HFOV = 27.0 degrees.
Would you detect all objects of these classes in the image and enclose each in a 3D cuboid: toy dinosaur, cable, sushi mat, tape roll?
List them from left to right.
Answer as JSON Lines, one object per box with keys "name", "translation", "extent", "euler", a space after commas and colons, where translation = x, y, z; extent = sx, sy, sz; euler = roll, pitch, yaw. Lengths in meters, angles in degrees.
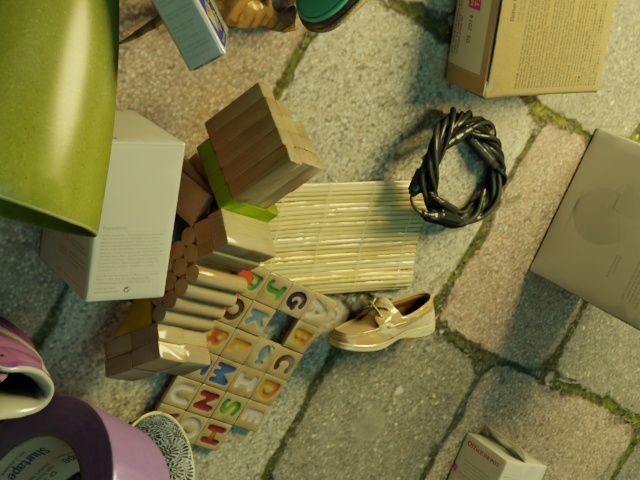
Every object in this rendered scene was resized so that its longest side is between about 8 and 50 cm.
{"name": "tape roll", "translation": [-0.285, 0.304, 1.395], "extent": [0.090, 0.275, 0.274], "euler": [36, 88, -40]}
{"name": "toy dinosaur", "translation": [-0.100, -0.253, 1.413], "extent": [0.212, 0.064, 0.112], "euler": [-3, 113, -33]}
{"name": "sushi mat", "translation": [0.000, 0.000, 1.625], "extent": [0.317, 0.019, 0.151], "euler": [-3, 111, -34]}
{"name": "cable", "translation": [0.178, -0.089, 1.689], "extent": [0.184, 0.047, 0.150], "euler": [9, 92, -50]}

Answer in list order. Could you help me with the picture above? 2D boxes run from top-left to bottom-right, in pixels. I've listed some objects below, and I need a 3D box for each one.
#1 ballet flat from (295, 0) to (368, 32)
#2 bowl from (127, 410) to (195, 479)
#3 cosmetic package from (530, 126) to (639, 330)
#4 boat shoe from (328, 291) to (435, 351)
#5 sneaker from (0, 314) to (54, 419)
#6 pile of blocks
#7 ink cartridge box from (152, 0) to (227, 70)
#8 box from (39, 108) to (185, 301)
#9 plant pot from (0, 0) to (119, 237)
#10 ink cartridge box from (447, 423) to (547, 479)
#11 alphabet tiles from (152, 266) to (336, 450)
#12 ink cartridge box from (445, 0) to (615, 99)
{"name": "ballet flat", "translation": [0.080, -0.362, 1.468], "extent": [0.106, 0.108, 0.316], "euler": [18, 100, -52]}
{"name": "bowl", "translation": [-0.222, 0.281, 1.538], "extent": [0.170, 0.080, 0.170], "euler": [8, 81, -62]}
{"name": "cosmetic package", "translation": [0.444, -0.002, 1.799], "extent": [0.138, 0.225, 0.224], "euler": [19, 99, -39]}
{"name": "boat shoe", "translation": [0.079, 0.099, 1.700], "extent": [0.170, 0.063, 0.059], "euler": [-12, 114, -41]}
{"name": "sneaker", "translation": [-0.386, 0.098, 1.309], "extent": [0.282, 0.161, 0.102], "euler": [21, 99, -38]}
{"name": "pile of blocks", "translation": [-0.119, 0.001, 1.479], "extent": [0.113, 0.149, 0.362], "euler": [18, 110, -52]}
{"name": "ink cartridge box", "translation": [-0.151, -0.273, 1.263], "extent": [0.045, 0.206, 0.208], "euler": [-25, 105, 4]}
{"name": "box", "translation": [-0.218, -0.039, 1.382], "extent": [0.091, 0.130, 0.170], "euler": [-1, 111, -34]}
{"name": "plant pot", "translation": [-0.293, -0.181, 1.206], "extent": [0.275, 0.275, 0.293], "euler": [20, 83, -39]}
{"name": "ink cartridge box", "translation": [0.247, 0.345, 1.903], "extent": [0.090, 0.092, 0.143], "euler": [15, 101, -39]}
{"name": "alphabet tiles", "translation": [-0.108, 0.143, 1.603], "extent": [0.198, 0.009, 0.237], "euler": [26, 99, -42]}
{"name": "ink cartridge box", "translation": [0.265, -0.299, 1.631], "extent": [0.193, 0.088, 0.234], "euler": [-5, 114, -32]}
